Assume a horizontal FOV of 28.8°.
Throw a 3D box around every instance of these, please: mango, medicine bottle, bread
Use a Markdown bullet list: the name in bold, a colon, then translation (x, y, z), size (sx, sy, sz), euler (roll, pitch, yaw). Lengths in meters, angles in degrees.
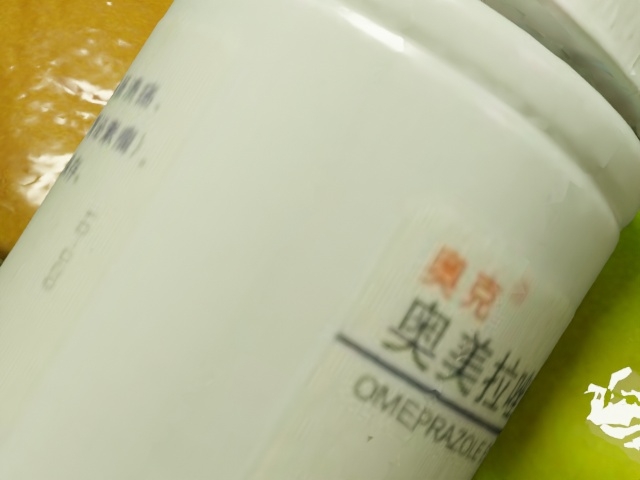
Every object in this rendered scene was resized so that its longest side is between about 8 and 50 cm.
- **mango**: translation (0.132, 0.057, 0.586), size (0.185, 0.149, 0.273), euler (-4, 47, -7)
- **medicine bottle**: translation (0.000, 0.000, 0.468), size (0.190, 0.190, 0.332), euler (32, 87, 12)
- **bread**: translation (-0.107, -0.063, 0.637), size (0.174, 0.121, 0.246), euler (-2, 51, -15)
